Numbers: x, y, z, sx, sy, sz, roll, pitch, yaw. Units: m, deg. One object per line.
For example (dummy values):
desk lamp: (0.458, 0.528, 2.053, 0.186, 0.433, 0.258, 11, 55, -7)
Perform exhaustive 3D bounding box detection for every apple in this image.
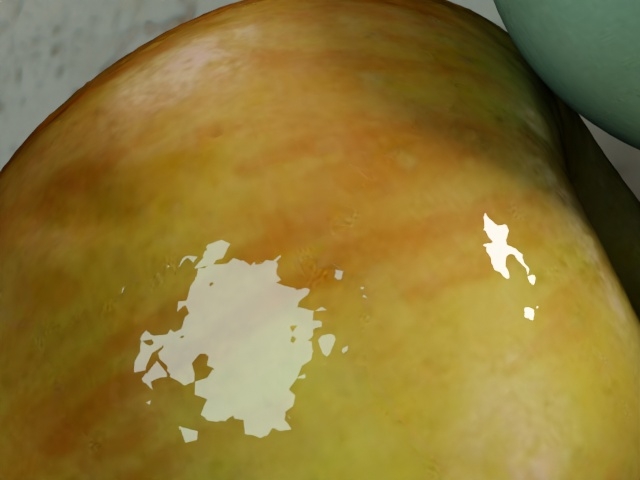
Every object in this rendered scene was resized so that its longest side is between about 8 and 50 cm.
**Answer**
apple: (0.005, 0.056, 0.599, 0.233, 0.286, 0.286, -30, 59, 15)

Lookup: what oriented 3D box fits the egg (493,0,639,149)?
egg: (0.141, -0.103, 0.550, 0.168, 0.231, 0.168, 7, 102, 35)
